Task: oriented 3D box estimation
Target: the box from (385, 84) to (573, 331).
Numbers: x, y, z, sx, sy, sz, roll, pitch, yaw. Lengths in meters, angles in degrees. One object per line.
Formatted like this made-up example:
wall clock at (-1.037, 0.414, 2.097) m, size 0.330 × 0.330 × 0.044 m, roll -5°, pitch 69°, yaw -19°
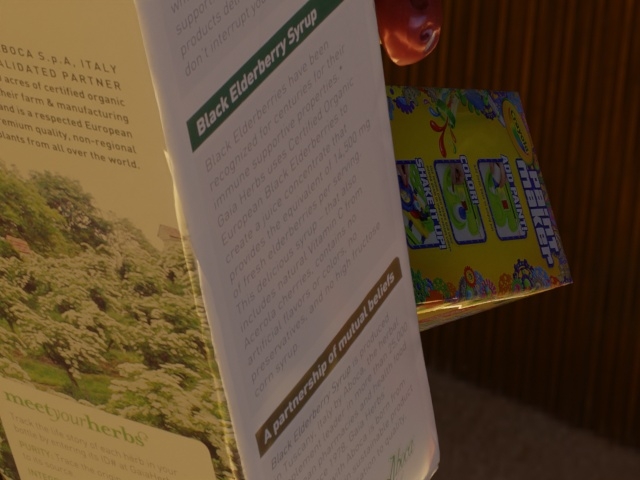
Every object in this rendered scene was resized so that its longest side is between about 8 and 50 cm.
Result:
box at (0.000, 0.000, 1.493) m, size 0.290 × 0.177 × 0.279 m, roll -20°, pitch 172°, yaw 33°

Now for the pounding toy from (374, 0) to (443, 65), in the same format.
pounding toy at (-0.004, -0.162, 0.902) m, size 0.110 × 0.236 × 0.183 m, roll -7°, pitch 156°, yaw 19°

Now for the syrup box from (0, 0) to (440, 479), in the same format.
syrup box at (-0.040, -0.010, 0.477) m, size 0.093 × 0.236 × 0.096 m, roll 13°, pitch -139°, yaw 29°
